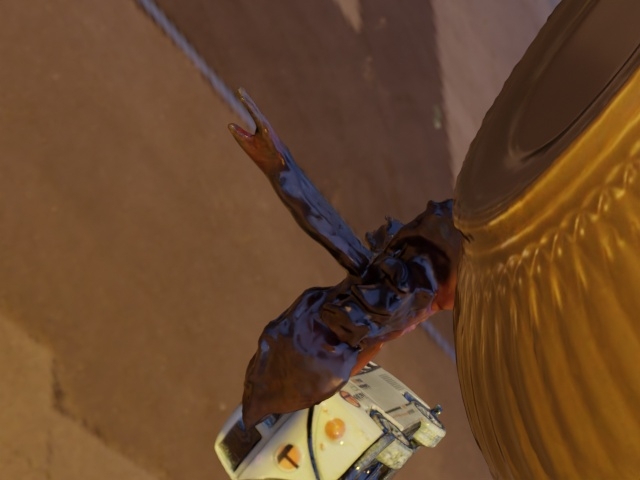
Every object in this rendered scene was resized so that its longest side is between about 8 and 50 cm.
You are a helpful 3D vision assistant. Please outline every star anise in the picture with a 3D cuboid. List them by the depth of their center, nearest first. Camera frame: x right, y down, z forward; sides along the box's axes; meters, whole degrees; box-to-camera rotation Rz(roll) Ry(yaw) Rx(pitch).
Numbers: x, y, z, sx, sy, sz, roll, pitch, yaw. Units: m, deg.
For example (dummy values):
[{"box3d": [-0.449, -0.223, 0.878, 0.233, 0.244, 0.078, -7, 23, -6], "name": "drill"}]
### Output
[{"box3d": [0.006, -0.005, 0.668, 0.144, 0.158, 0.140, 52, -24, -1], "name": "star anise"}]

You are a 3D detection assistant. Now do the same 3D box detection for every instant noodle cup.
[{"box3d": [0.106, -0.030, 0.366, 0.090, 0.274, 0.274, 35, 27, -9], "name": "instant noodle cup"}]

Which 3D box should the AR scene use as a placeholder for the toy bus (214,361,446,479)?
[{"box3d": [0.004, 0.108, 0.785, 0.089, 0.087, 0.194, 42, 7, 11], "name": "toy bus"}]
